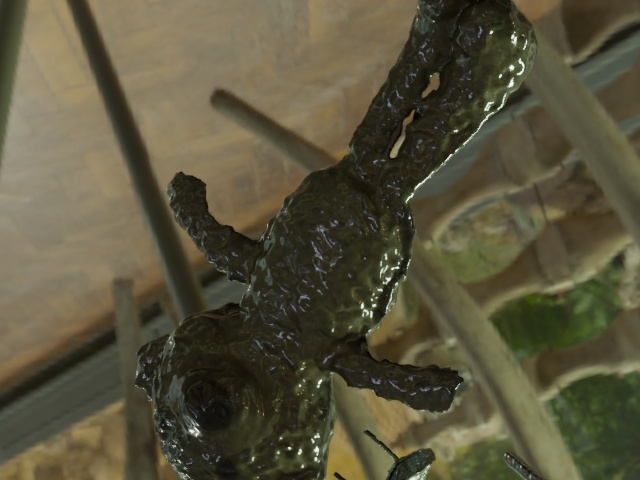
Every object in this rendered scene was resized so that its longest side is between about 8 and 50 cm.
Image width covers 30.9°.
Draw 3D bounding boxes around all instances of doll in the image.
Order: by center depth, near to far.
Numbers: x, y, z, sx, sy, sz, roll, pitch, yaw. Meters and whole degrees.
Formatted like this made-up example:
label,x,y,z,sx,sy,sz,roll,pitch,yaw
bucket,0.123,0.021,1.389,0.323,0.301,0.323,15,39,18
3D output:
label,x,y,z,sx,sy,sz,roll,pitch,yaw
doll,0.012,0.012,0.597,0.286,0.202,0.091,-32,172,19

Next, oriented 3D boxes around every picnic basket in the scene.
label,x,y,z,sx,sy,sz,roll,pitch,yaw
picnic basket,0.051,0.180,0.850,0.083,0.083,0.065,-49,173,35

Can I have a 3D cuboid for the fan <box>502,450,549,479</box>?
label,x,y,z,sx,sy,sz,roll,pitch,yaw
fan,0.183,0.182,0.731,0.023,0.057,0.282,-49,-168,-5
